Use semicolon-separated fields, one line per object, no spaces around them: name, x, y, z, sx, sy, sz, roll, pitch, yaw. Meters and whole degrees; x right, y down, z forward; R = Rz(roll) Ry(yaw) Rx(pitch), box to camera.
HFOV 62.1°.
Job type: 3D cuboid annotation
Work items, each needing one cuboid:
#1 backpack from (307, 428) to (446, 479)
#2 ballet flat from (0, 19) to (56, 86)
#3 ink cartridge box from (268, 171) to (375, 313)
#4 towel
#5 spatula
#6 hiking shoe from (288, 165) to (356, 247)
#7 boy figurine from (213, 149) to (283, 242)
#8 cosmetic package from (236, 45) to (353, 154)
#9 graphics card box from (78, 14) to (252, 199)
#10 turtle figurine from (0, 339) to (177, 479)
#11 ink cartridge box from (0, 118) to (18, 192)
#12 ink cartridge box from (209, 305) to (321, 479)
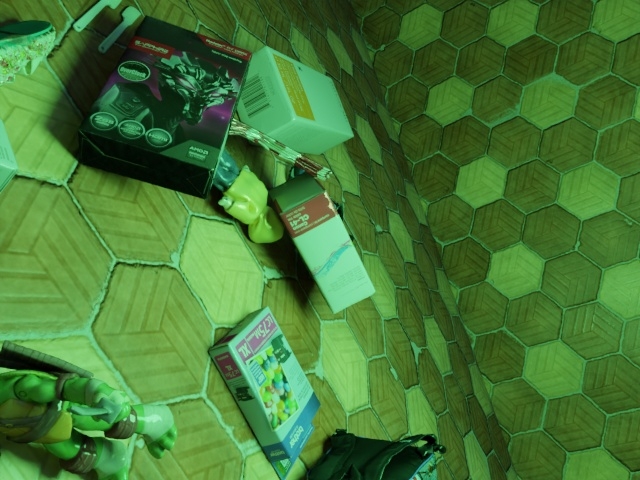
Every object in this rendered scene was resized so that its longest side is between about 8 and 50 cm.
backpack;0.098;0.524;1.110;0.263;0.277;0.213;8;75;-58
ballet flat;-0.484;-0.289;0.827;0.241;0.091;0.077;-90;-173;-61
ink cartridge box;0.000;0.000;1.355;0.306;0.131;0.226;65;-4;-23
towel;-0.148;-0.248;1.303;0.329;0.037;0.237;22;11;-42
spatula;-0.429;-0.454;1.150;0.168;0.019;0.242;50;29;-34
hiking shoe;0.007;-0.101;1.582;0.113;0.132;0.304;-7;75;-65
boy figurine;-0.187;-0.112;1.254;0.285;0.092;0.177;53;28;-29
cosmetic package;-0.079;-0.411;1.646;0.453;0.162;0.230;-12;80;-66
graphics card box;-0.280;-0.266;1.021;0.233;0.094;0.370;17;52;-11
turtle figurine;-0.294;0.250;0.607;0.266;0.275;0.197;42;68;-50
ink cartridge box;-0.540;-0.189;0.653;0.275;0.060;0.239;28;20;-54
ink cartridge box;-0.095;0.313;1.109;0.311;0.065;0.186;65;25;-8
